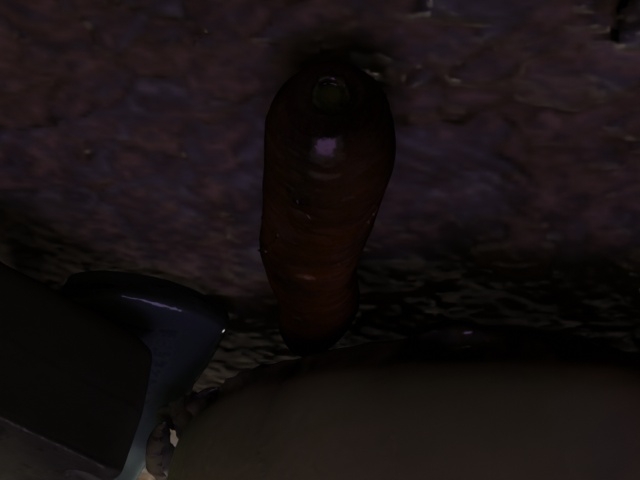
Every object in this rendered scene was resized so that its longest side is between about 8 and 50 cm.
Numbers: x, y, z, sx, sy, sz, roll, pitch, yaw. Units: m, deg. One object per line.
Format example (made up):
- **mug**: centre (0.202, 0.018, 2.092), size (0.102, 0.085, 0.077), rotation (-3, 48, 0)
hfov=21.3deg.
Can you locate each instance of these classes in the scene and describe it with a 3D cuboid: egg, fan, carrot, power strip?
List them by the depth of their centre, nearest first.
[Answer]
- **carrot**: centre (-0.002, 0.000, 0.495), size (0.036, 0.035, 0.165), rotation (8, 152, -1)
- **egg**: centre (0.080, 0.148, 0.580), size (0.286, 0.174, 0.264), rotation (6, 155, -10)
- **power strip**: centre (-0.182, 0.067, 0.618), size (0.093, 0.053, 0.288), rotation (31, 148, -35)
- **fan**: centre (-0.088, 0.083, 0.669), size (0.057, 0.023, 0.282), rotation (12, 148, -9)
